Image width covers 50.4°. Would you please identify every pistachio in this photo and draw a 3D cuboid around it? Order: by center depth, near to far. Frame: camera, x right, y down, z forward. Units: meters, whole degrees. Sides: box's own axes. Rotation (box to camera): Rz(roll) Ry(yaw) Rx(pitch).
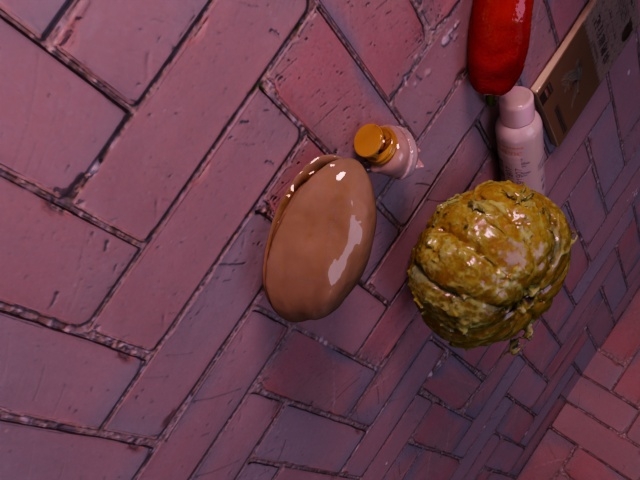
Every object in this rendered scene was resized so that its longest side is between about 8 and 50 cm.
[{"bbox_3d":[0.000,0.000,0.869,0.136,0.136,0.226,3,108,-51],"label":"pistachio"}]

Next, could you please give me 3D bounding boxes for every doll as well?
[{"bbox_3d":[0.094,-0.117,0.944,0.084,0.073,0.127,-36,150,29],"label":"doll"}]

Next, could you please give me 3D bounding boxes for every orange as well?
[{"bbox_3d":[0.267,0.038,1.134,0.301,0.223,0.300,10,112,-47],"label":"orange"}]

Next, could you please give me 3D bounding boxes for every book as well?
[{"bbox_3d":[0.512,-0.355,1.299,0.310,0.021,0.217,-57,145,-2],"label":"book"}]

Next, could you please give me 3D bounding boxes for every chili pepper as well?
[{"bbox_3d":[0.274,-0.342,0.968,0.137,0.092,0.368,-37,144,-45],"label":"chili pepper"}]

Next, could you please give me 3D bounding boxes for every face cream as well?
[{"bbox_3d":[0.353,-0.159,1.204,0.082,0.082,0.269,-47,142,-15],"label":"face cream"}]
